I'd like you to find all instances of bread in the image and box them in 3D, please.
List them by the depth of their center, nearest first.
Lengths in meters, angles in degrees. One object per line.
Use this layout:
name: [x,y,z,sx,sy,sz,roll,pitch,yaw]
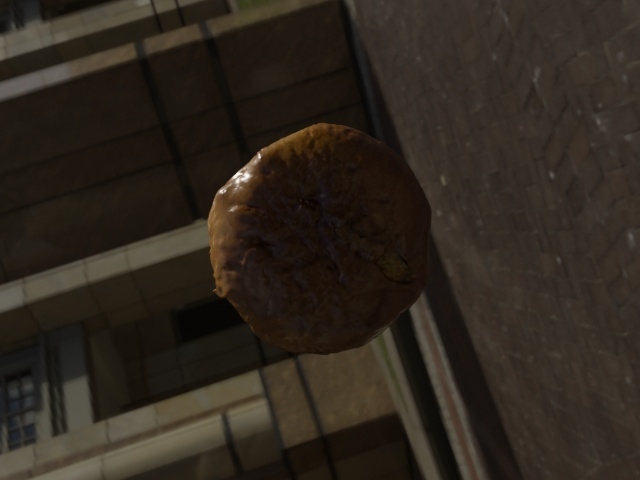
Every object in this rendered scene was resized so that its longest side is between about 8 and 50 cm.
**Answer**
bread: [0.005,-0.002,1.242,0.172,0.312,0.312,-62,-45,-82]
